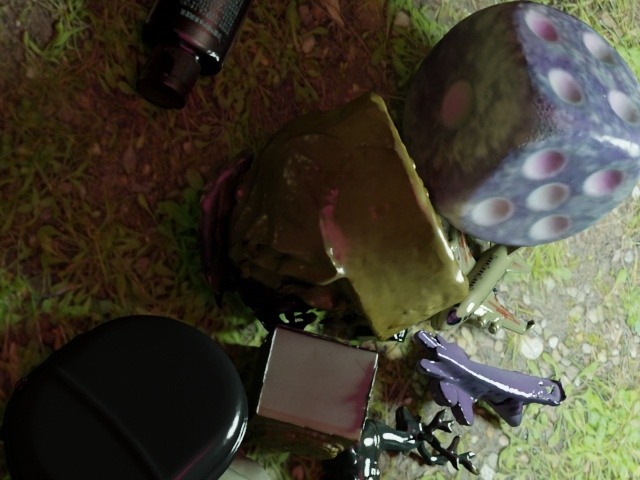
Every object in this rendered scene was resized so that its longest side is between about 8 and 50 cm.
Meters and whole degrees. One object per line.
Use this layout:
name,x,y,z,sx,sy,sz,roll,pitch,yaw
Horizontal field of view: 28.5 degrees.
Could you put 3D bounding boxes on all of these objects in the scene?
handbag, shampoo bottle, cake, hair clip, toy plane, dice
handbag,-0.233,0.217,1.512,0.254,0.093,0.308,41,55,12
shampoo bottle,-0.159,-0.330,1.735,0.129,0.084,0.323,31,65,-24
cake,0.000,-0.001,1.686,0.321,0.332,0.332,-23,95,4
hair clip,0.237,0.219,1.885,0.278,0.090,0.137,20,54,-28
toy plane,0.235,0.064,1.910,0.256,0.104,0.242,-39,105,-34
dice,0.302,-0.170,1.859,0.271,0.270,0.270,13,48,-33

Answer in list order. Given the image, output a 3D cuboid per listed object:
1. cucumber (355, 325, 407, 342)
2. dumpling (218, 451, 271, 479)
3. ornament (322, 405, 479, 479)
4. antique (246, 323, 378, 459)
cucumber,0.117,0.047,1.852,0.074,0.074,0.241,31,63,-26
dumpling,-0.136,0.367,1.577,0.162,0.132,0.250,35,47,-14
ornament,0.121,0.331,1.789,0.236,0.080,0.202,4,74,-34
antique,-0.017,0.205,1.654,0.147,0.152,0.148,16,71,-6
